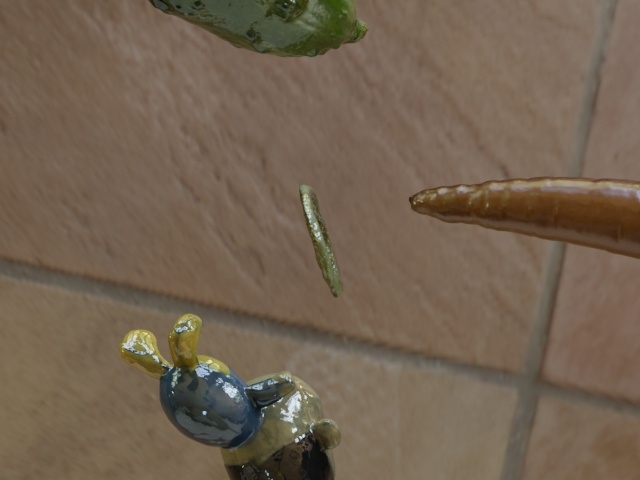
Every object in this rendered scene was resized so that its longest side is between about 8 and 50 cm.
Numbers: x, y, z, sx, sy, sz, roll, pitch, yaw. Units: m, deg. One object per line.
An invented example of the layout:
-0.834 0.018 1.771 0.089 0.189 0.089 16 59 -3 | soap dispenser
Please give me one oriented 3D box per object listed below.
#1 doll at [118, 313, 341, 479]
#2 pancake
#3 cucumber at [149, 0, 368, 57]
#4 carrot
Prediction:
-0.049 0.114 1.254 0.179 0.102 0.089 53 42 -22 | doll
0.000 0.001 1.690 0.017 0.108 0.108 -17 76 6 | pancake
-0.054 -0.210 1.480 0.244 0.134 0.134 28 76 -34 | cucumber
0.217 -0.011 1.245 0.336 0.069 0.069 7 76 25 | carrot
